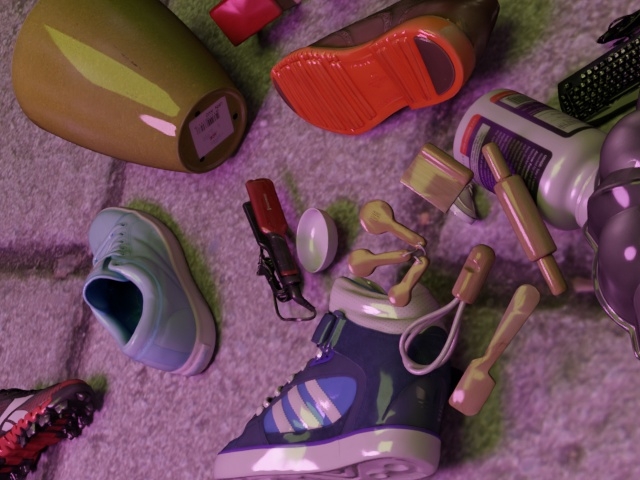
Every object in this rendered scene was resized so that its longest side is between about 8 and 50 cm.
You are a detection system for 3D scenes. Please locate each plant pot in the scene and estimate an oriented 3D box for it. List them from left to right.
[{"bbox_3d":[-0.259,-0.222,1.422,0.293,0.275,0.275,33,98,30],"label":"plant pot"}]

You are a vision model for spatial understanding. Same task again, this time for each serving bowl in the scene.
[{"bbox_3d":[0.000,0.000,1.221,0.083,0.027,0.083,-4,86,61],"label":"serving bowl"}]

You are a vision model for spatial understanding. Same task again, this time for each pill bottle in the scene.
[{"bbox_3d":[0.236,-0.075,0.975,0.193,0.108,0.108,39,102,45],"label":"pill bottle"}]

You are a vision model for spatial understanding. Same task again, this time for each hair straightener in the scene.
[{"bbox_3d":[-0.055,0.024,1.266,0.089,0.047,0.230,105,147,-45],"label":"hair straightener"}]

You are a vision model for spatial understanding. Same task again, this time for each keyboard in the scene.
[{"bbox_3d":[0.324,-0.197,0.989,0.192,0.038,0.100,-32,54,30],"label":"keyboard"}]

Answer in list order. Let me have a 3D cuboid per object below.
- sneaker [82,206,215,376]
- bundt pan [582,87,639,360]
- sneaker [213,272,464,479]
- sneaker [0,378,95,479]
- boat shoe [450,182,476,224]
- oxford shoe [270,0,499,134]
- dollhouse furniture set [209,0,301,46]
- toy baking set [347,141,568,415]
[{"bbox_3d":[-0.284,0.047,1.396,0.135,0.150,0.366,-56,45,11],"label":"sneaker"},{"bbox_3d":[0.364,-0.032,0.754,0.330,0.124,0.331,-9,68,24],"label":"bundt pan"},{"bbox_3d":[0.014,0.161,1.098,0.322,0.130,0.236,-21,52,41],"label":"sneaker"},{"bbox_3d":[-0.460,0.275,1.512,0.276,0.097,0.135,-38,54,29],"label":"sneaker"},{"bbox_3d":[0.158,-0.061,1.099,0.035,0.035,0.100,-48,41,23],"label":"boat shoe"},{"bbox_3d":[0.076,-0.226,1.207,0.363,0.130,0.133,0,42,51],"label":"oxford shoe"},{"bbox_3d":[-0.046,-0.425,1.280,0.374,0.201,0.152,-28,19,33],"label":"dollhouse furniture set"},{"bbox_3d":[0.140,0.031,0.948,0.196,0.030,0.256,-32,78,18],"label":"toy baking set"}]
